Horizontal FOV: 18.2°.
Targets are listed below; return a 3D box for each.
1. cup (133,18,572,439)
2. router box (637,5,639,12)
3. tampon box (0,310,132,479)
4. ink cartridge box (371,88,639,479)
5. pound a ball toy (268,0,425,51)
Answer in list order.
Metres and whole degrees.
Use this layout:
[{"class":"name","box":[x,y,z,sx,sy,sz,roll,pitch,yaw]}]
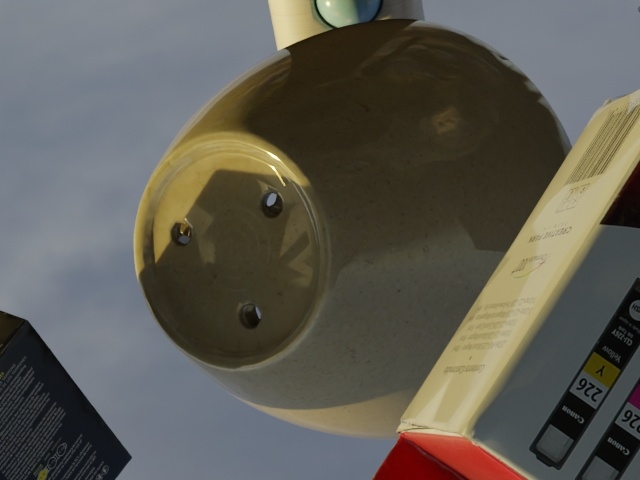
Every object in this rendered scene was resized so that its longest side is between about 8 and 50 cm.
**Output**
[{"class":"cup","box":[0.000,0.000,1.471,0.331,0.331,0.237,7,-172,31]},{"class":"router box","box":[0.389,-0.086,1.418,0.081,0.309,0.243,-42,-171,-9]},{"class":"tampon box","box":[-0.231,0.125,1.354,0.120,0.161,0.101,15,-122,38]},{"class":"ink cartridge box","box":[0.207,0.121,0.941,0.272,0.309,0.130,-57,-173,-10]},{"class":"pound a ball toy","box":[0.039,-0.314,1.622,0.208,0.319,0.136,-11,-155,-2]}]
